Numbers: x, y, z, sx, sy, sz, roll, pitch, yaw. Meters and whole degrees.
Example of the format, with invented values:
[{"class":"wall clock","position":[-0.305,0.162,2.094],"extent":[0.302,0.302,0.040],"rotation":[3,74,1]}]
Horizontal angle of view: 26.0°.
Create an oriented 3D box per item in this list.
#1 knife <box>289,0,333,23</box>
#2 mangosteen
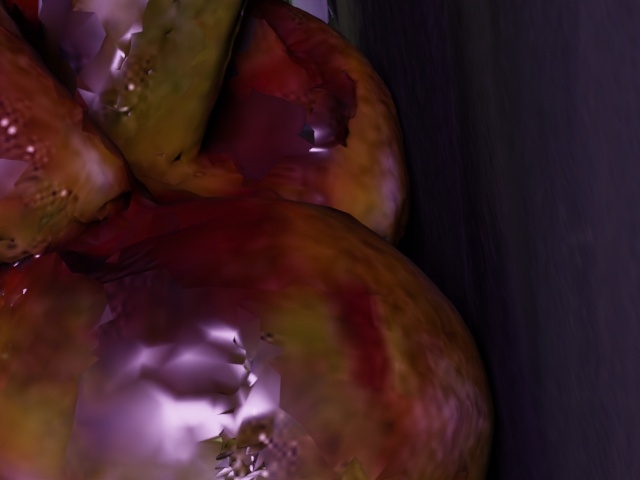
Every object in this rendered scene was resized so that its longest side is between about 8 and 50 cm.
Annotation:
[{"class":"knife","position":[-0.013,-0.171,0.658],"extent":[0.162,0.023,0.044],"rotation":[83,174,-50]},{"class":"mangosteen","position":[-0.124,0.077,0.528],"extent":[0.381,0.421,0.381],"rotation":[48,-162,-21]}]
